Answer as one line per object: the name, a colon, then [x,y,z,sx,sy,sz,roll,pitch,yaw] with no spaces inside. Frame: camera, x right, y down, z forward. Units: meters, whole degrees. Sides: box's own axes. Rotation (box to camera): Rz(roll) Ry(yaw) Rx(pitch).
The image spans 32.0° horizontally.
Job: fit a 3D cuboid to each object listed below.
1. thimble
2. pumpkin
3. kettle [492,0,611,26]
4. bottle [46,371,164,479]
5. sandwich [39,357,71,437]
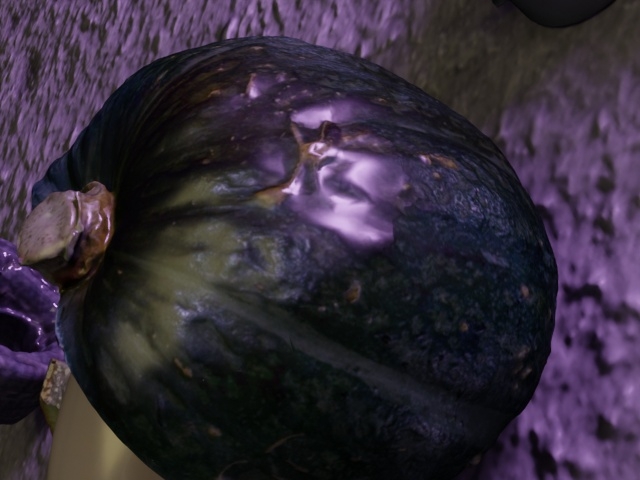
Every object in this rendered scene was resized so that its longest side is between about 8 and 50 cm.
thimble: [-0.285,0.079,0.954,0.098,0.150,0.150,-44,41,29]
pumpkin: [0.000,0.000,0.590,0.197,0.263,0.293,-47,43,13]
kettle: [0.107,-0.206,0.676,0.127,0.148,0.098,8,76,51]
bottle: [-0.111,0.187,0.694,0.148,0.148,0.236,3,73,49]
sandwich: [-0.138,0.090,0.826,0.090,0.088,0.244,7,74,47]
